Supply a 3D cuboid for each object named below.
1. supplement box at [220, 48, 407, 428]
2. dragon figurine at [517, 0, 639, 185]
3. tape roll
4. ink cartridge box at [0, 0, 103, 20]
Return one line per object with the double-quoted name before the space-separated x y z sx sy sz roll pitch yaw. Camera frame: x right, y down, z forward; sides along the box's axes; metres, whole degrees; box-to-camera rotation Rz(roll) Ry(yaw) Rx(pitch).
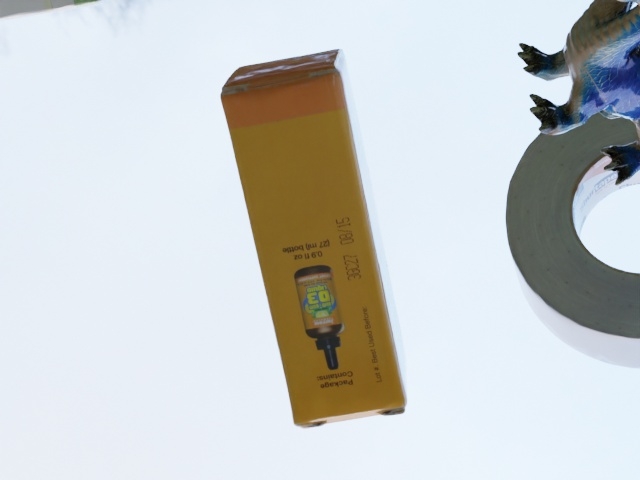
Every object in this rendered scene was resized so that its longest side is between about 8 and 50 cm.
"supplement box" 0.000 0.000 0.857 0.078 0.233 0.080 -9 -164 7
"dragon figurine" 0.230 -0.112 0.866 0.144 0.289 0.085 -29 -130 34
"tape roll" 0.260 -0.012 1.056 0.219 0.072 0.219 -6 -115 13
"ink cartridge box" -0.264 -0.215 0.831 0.235 0.171 0.056 -10 -165 1
